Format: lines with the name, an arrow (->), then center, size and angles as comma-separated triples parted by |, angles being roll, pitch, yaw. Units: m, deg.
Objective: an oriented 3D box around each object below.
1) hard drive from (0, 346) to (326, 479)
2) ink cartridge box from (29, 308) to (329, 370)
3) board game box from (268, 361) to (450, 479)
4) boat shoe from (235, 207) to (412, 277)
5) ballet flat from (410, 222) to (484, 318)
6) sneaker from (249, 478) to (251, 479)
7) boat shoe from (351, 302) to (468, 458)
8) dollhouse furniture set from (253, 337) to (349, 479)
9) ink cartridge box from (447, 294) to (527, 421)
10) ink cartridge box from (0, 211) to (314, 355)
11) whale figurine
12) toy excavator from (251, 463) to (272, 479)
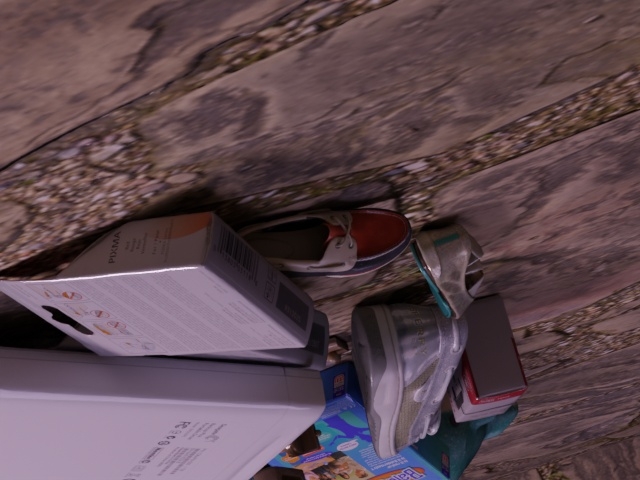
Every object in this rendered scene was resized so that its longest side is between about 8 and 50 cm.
hard drive -> -0.205, 0.156, 1.235 | 0.353, 0.047, 0.233 | 6, 149, -28
ink cartridge box -> -0.133, 0.073, 1.236 | 0.232, 0.066, 0.189 | 2, 171, 21
board game box -> 0.025, 0.228, 1.721 | 0.160, 0.047, 0.210 | -23, 134, 27
boat shoe -> 0.000, 0.000, 1.075 | 0.137, 0.049, 0.043 | -8, 162, -7
ballet flat -> 0.112, 0.026, 1.255 | 0.052, 0.057, 0.168 | -26, 164, 3
sneaker -> -0.138, 0.326, 1.782 | 0.127, 0.208, 0.319 | -17, 164, 13
boat shoe -> 0.089, 0.134, 1.504 | 0.103, 0.118, 0.320 | -12, 157, -1
dollhouse furniture set -> -0.007, 0.195, 1.553 | 0.123, 0.151, 0.144 | -18, 166, 10
ink cartridge box -> 0.159, 0.123, 1.547 | 0.056, 0.099, 0.135 | -13, 164, -7
ink cartridge box -> -0.115, 0.035, 1.056 | 0.179, 0.045, 0.145 | -3, 154, 29
whale figurine -> 0.144, 0.254, 1.915 | 0.216, 0.141, 0.272 | -27, 161, 36
toy excavator -> -0.121, 0.405, 2.027 | 0.433, 0.222, 0.445 | -28, 161, 37
